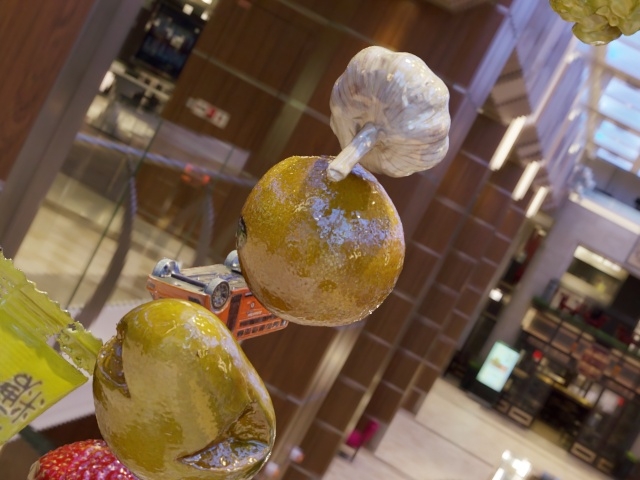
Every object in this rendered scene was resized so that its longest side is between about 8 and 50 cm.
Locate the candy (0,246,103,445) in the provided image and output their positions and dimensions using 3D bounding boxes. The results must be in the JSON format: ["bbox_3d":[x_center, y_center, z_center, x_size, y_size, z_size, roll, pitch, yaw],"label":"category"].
[{"bbox_3d":[-0.381,0.156,1.024,0.187,0.297,0.081,48,5,-27],"label":"candy"}]

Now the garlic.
[{"bbox_3d":[0.066,-0.159,1.437,0.199,0.199,0.226,30,48,23],"label":"garlic"}]

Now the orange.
[{"bbox_3d":[0.000,0.000,1.577,0.274,0.274,0.274,28,5,-3],"label":"orange"}]

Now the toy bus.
[{"bbox_3d":[-0.180,0.112,1.854,0.143,0.153,0.329,17,11,27],"label":"toy bus"}]

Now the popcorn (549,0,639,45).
[{"bbox_3d":[0.356,-0.376,1.203,0.250,0.241,0.235,53,22,-14],"label":"popcorn"}]

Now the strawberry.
[{"bbox_3d":[-0.366,0.457,1.725,0.288,0.250,0.238,35,-3,-14],"label":"strawberry"}]

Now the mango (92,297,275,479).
[{"bbox_3d":[-0.128,0.148,0.938,0.167,0.130,0.262,10,-38,17],"label":"mango"}]
